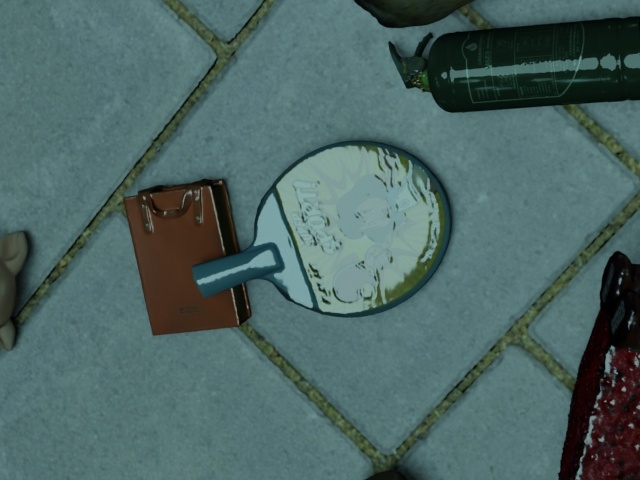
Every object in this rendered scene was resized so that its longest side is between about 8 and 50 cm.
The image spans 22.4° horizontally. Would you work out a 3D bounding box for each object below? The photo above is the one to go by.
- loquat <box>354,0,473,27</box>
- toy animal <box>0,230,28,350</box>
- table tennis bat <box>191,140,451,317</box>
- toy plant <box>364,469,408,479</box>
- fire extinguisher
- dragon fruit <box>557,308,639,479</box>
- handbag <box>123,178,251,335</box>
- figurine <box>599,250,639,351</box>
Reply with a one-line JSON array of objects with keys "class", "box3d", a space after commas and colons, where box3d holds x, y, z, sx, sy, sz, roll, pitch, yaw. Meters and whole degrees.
[{"class": "loquat", "box3d": [0.119, -0.341, 1.829, 0.227, 0.179, 0.179, -29, 89, 29]}, {"class": "toy animal", "box3d": [-0.524, 0.054, 2.150, 0.248, 0.149, 0.165, 18, 119, 8]}, {"class": "table tennis bat", "box3d": [0.000, 0.000, 1.977, 0.329, 0.044, 0.215, -18, 96, 10]}, {"class": "toy plant", "box3d": [0.115, 0.381, 2.009, 0.143, 0.105, 0.200, -27, 108, 8]}, {"class": "fire extinguisher", "box3d": [0.224, -0.204, 1.861, 0.311, 0.095, 0.114, -4, 62, 19]}, {"class": "dragon fruit", "box3d": [0.393, 0.205, 1.859, 0.205, 0.152, 0.317, 16, 91, -2]}, {"class": "handbag", "box3d": [-0.170, 0.020, 2.060, 0.127, 0.063, 0.190, -6, 101, 21]}, {"class": "figurine", "box3d": [0.492, 0.059, 1.707, 0.365, 0.218, 0.206, 17, 111, -14]}]
